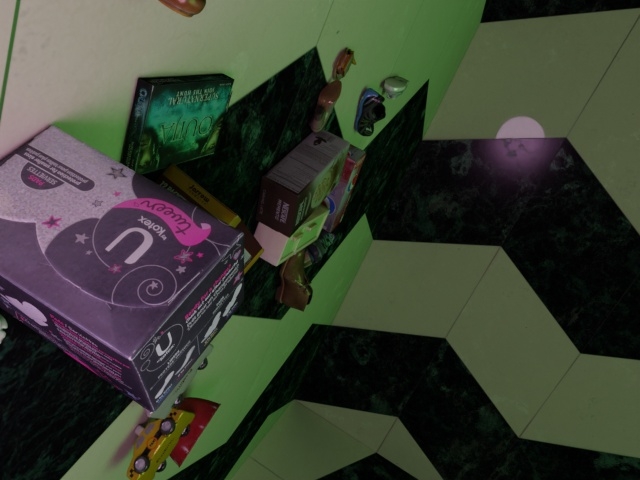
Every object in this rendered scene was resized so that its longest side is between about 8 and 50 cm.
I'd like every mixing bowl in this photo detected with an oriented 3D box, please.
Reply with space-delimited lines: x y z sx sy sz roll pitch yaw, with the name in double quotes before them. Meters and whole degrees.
"mixing bowl" -0.347 0.473 1.340 0.181 0.098 0.181 -58 180 0

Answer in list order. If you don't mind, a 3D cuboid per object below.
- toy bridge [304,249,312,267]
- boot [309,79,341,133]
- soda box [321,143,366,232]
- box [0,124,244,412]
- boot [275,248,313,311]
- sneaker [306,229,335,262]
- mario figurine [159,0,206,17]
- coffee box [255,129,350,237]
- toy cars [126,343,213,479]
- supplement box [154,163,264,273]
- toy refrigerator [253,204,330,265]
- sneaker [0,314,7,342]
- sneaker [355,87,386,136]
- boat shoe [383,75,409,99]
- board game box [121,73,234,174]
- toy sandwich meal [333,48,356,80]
"toy bridge" -0.050 0.061 1.748 0.063 0.026 0.188 -27 169 -15
"boot" 0.012 -0.307 1.220 0.118 0.042 0.087 -57 173 -13
"soda box" 0.044 -0.158 1.542 0.083 0.092 0.263 -45 160 -49
"box" -0.220 0.022 0.528 0.163 0.247 0.142 -53 167 -33
"boot" -0.067 0.118 1.673 0.112 0.115 0.305 -47 160 -36
"sneaker" 0.000 0.000 1.565 0.098 0.083 0.224 -21 -165 -2
"mario figurine" -0.074 -0.351 0.444 0.321 0.170 0.198 -57 -156 20
"coffee box" -0.039 -0.140 1.233 0.246 0.098 0.141 -50 164 -40
"toy cars" -0.354 0.372 1.171 0.176 0.087 0.394 -27 140 -59
"supplement box" -0.211 0.025 0.794 0.191 0.129 0.194 -50 166 -9
"toy refrigerator" -0.071 -0.029 1.369 0.102 0.094 0.269 -66 166 22
"sneaker" -0.391 0.122 0.511 0.170 0.063 0.075 -57 168 -39
"sneaker" 0.151 -0.365 1.540 0.067 0.078 0.188 -55 167 -23
"boat shoe" 0.236 -0.484 1.673 0.184 0.066 0.063 -58 171 -61
"board game box" -0.194 -0.166 0.730 0.186 0.026 0.126 -38 154 -60
"toy sandwich meal" 0.059 -0.402 1.202 0.086 0.029 0.085 -56 167 -20
